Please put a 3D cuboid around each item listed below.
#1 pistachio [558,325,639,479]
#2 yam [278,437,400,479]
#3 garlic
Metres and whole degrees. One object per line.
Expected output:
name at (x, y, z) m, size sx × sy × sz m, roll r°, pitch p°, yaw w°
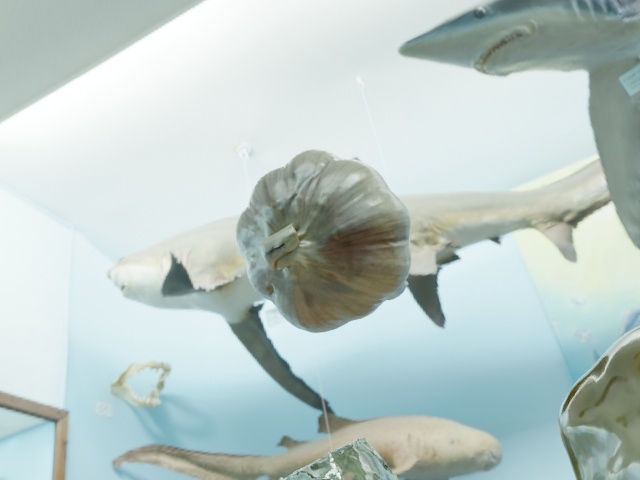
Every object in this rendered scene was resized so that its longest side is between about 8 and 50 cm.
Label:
pistachio at (0.268, 0.118, 0.303) m, size 0.288 × 0.166 × 0.197 m, roll 4°, pitch -10°, yaw 17°
yam at (0.044, 0.394, 0.752) m, size 0.202 × 0.271 × 0.201 m, roll -32°, pitch -24°, yaw -7°
garlic at (0.005, -0.003, 1.082) m, size 0.322 × 0.321 × 0.241 m, roll -8°, pitch -2°, yaw -6°
